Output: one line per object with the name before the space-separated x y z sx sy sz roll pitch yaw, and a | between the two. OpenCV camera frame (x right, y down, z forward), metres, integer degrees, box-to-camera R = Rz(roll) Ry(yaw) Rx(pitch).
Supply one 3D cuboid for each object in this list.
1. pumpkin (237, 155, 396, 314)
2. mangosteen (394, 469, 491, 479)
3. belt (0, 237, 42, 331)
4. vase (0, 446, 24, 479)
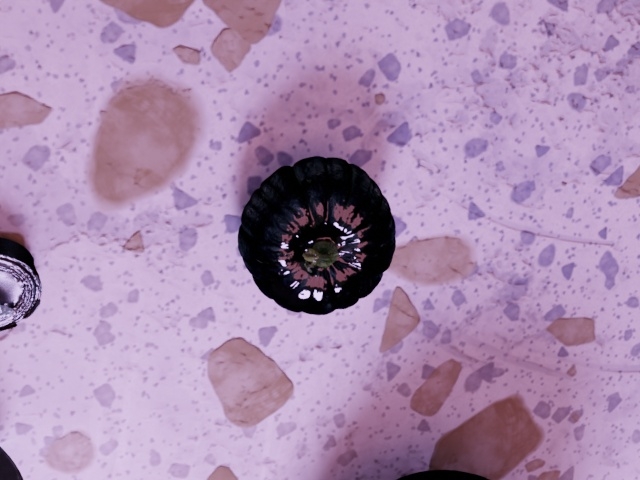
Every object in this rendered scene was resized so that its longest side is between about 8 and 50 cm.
pumpkin | -0.002 -0.005 1.673 0.194 0.150 0.194 -21 137 -20
mangosteen | 0.166 0.507 1.840 0.382 0.382 0.435 -35 152 -6
belt | -0.384 0.048 1.586 0.140 0.058 0.105 8 113 -28
vase | -0.500 0.359 1.609 0.173 0.173 0.321 37 99 -29
